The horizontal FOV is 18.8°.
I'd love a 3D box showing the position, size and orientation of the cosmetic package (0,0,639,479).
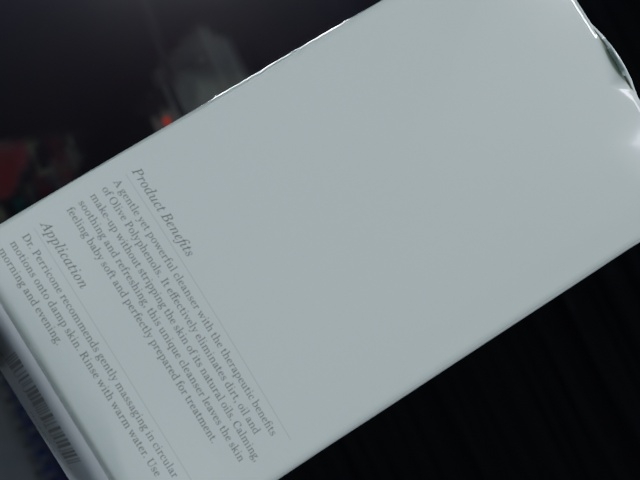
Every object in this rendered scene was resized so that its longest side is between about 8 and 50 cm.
[{"bbox_3d":[0.000,0.000,1.085,0.366,0.197,0.155,-30,0,-17],"label":"cosmetic package"}]
